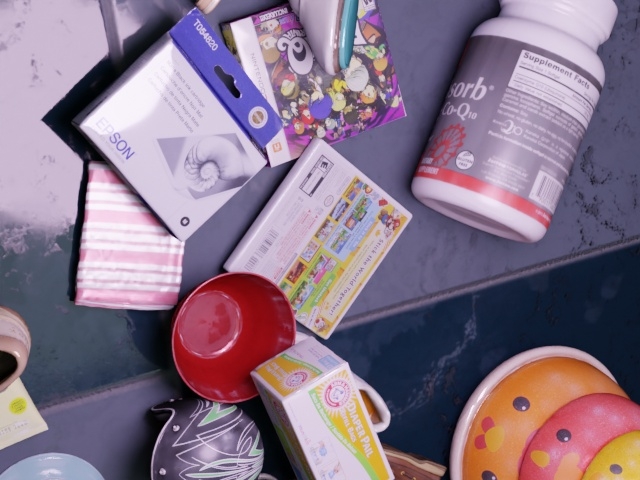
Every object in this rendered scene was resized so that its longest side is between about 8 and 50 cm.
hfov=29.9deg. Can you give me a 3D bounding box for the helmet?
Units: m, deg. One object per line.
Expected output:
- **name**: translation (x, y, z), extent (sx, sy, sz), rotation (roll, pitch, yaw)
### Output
- **helmet**: translation (-0.160, 0.291, 1.623), extent (0.169, 0.161, 0.169), rotation (-4, 99, -26)

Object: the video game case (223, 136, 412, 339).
- **video game case**: translation (0.000, 0.000, 1.717), extent (0.206, 0.026, 0.227), rotation (37, 85, -32)

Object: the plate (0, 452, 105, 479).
- **plate**: translation (-0.367, 0.380, 1.610), extent (0.188, 0.024, 0.188), rotation (-5, 100, -27)

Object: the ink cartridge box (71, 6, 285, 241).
- **ink cartridge box**: translation (-0.171, -0.149, 1.562), extent (0.224, 0.045, 0.223), rotation (-46, 122, -11)

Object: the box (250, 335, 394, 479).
- **box**: translation (0.003, 0.251, 1.623), extent (0.103, 0.114, 0.203), rotation (-29, 115, -17)

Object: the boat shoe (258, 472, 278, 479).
- **boat shoe**: translation (-0.132, 0.486, 1.700), extent (0.116, 0.099, 0.319), rotation (35, 81, -24)

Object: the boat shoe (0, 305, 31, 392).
- **boat shoe**: translation (-0.512, 0.183, 1.428), extent (0.341, 0.110, 0.122), rotation (-26, 113, -3)

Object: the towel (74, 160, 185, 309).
- **towel**: translation (-0.254, -0.006, 1.612), extent (0.144, 0.029, 0.197), rotation (5, 93, -27)

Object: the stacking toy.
- **stacking toy**: translation (0.447, 0.365, 1.760), extent (0.350, 0.480, 0.351), rotation (-4, 99, -27)

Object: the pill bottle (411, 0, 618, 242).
- **pill bottle**: translation (0.290, -0.197, 1.753), extent (0.210, 0.210, 0.363), rotation (24, 86, -27)

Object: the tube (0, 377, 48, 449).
- **tube**: translation (-0.431, 0.158, 1.528), extent (0.062, 0.070, 0.240), rotation (-51, 129, -58)

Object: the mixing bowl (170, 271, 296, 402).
- **mixing bowl**: translation (-0.135, 0.125, 1.646), extent (0.181, 0.098, 0.181), rotation (-4, 99, -27)

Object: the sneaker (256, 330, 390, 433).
- **sneaker**: translation (0.008, 0.204, 1.735), extent (0.228, 0.092, 0.087), rotation (34, 83, -25)

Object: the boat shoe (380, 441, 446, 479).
- **boat shoe**: translation (0.114, 0.348, 1.824), extent (0.178, 0.064, 0.060), rotation (24, 85, -30)

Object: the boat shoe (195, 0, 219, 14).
- **boat shoe**: translation (-0.141, -0.386, 1.596), extent (0.059, 0.063, 0.170), rotation (23, 77, -25)

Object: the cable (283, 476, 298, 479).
- **cable**: translation (0.022, 0.422, 1.769), extent (0.139, 0.072, 0.287), rotation (-38, 112, -54)

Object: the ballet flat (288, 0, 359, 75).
- **ballet flat**: translation (0.009, -0.416, 1.617), extent (0.139, 0.139, 0.400), rotation (17, 78, -28)

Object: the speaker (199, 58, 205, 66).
- **speaker**: translation (-0.212, -0.197, 1.587), extent (0.136, 0.055, 0.055), rotation (-45, 114, -14)

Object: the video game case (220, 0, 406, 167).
- **video game case**: translation (-0.006, -0.239, 1.692), extent (0.232, 0.042, 0.210), rotation (-22, 108, -23)
